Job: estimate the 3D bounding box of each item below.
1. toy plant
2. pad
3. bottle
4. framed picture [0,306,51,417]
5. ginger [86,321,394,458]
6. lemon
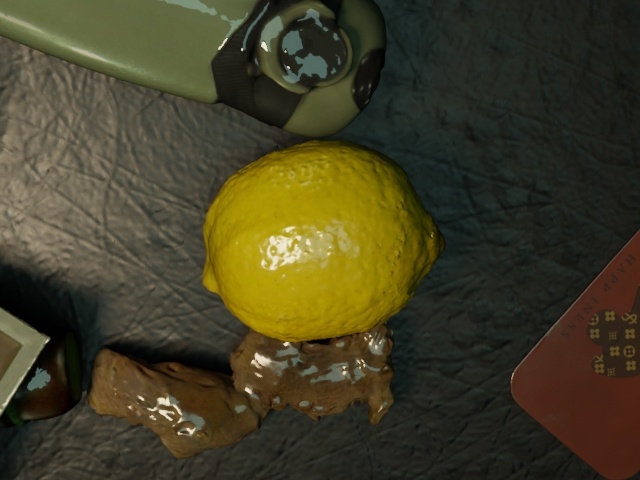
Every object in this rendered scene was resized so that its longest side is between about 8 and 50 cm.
[{"bbox_3d":[-0.300,0.125,0.818,0.162,0.093,0.093,-9,100,-5],"label":"toy plant"},{"bbox_3d":[0.331,0.104,0.930,0.181,0.004,0.267,40,93,-10],"label":"pad"},{"bbox_3d":[-0.114,-0.198,0.754,0.346,0.168,0.169,20,96,-12],"label":"bottle"},{"bbox_3d":[-0.399,0.107,0.773,0.293,0.018,0.231,30,83,13],"label":"framed picture"},{"bbox_3d":[-0.072,0.130,0.848,0.290,0.084,0.122,-7,104,-5],"label":"ginger"},{"bbox_3d":[-0.002,0.001,0.793,0.193,0.180,0.181,-29,101,19],"label":"lemon"}]
